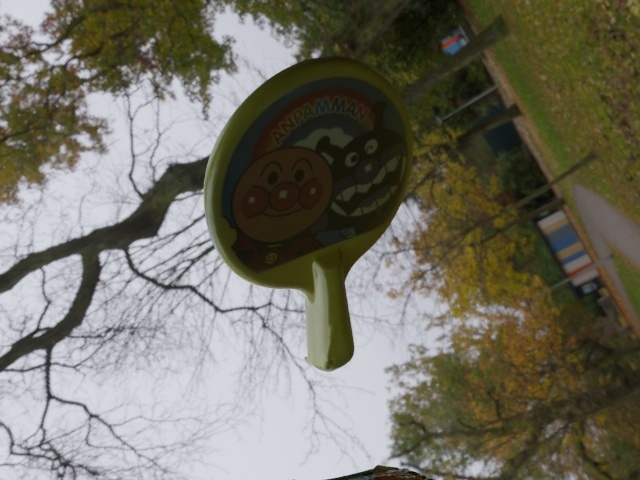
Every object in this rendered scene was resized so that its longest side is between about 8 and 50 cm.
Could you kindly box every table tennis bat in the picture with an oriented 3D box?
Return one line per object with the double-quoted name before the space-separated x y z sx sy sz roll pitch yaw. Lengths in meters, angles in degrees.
"table tennis bat" 0.000 0.000 0.605 0.054 0.224 0.369 43 146 45

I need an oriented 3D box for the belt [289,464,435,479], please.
"belt" 0.036 0.275 0.412 0.149 0.257 0.207 11 -99 -28
